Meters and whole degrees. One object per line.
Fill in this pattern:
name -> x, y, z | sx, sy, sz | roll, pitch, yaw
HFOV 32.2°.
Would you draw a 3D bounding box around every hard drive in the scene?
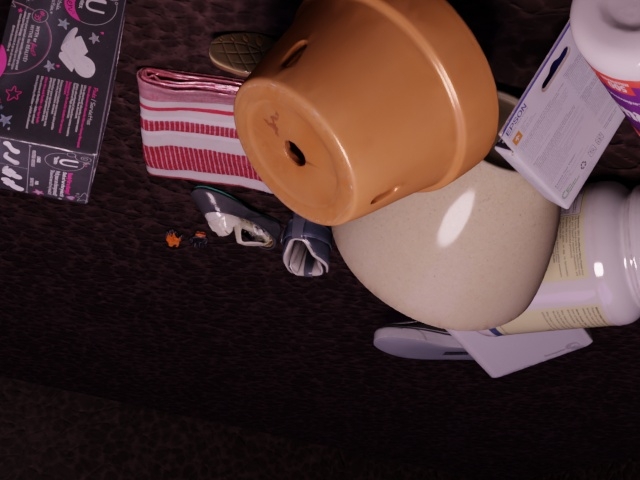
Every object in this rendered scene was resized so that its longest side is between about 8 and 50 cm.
hard drive -> 0.378, 0.154, 2.220 | 0.233, 0.047, 0.353 | -23, 141, 20

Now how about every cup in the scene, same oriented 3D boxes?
cup -> 0.207, -0.073, 1.554 | 0.331, 0.331, 0.237 | 11, 138, -14

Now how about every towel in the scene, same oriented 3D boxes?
towel -> -0.164, -0.161, 1.733 | 0.237, 0.037, 0.329 | 8, 157, -4

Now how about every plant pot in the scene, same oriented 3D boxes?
plant pot -> 0.036, -0.151, 1.314 | 0.291, 0.203, 0.291 | 36, 149, 26

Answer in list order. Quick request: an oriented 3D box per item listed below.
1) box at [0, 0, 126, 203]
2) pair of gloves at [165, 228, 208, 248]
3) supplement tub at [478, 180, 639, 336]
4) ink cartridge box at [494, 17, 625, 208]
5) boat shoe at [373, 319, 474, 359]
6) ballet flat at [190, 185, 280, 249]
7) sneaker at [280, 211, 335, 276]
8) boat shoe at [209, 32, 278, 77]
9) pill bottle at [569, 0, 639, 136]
box -> -0.336, -0.196, 1.413 | 0.142, 0.247, 0.163 | 12, 157, -11
pair of gloves -> -0.261, -0.004, 2.159 | 0.083, 0.010, 0.074 | 4, 156, -4
supplement tub -> 0.398, 0.029, 1.801 | 0.325, 0.235, 0.235 | -8, 154, 29
ink cartridge box -> 0.305, -0.179, 1.367 | 0.045, 0.223, 0.224 | 30, 176, 40
boat shoe -> 0.261, 0.191, 2.386 | 0.306, 0.105, 0.113 | 2, 154, -9
ballet flat -> -0.151, -0.033, 1.989 | 0.074, 0.074, 0.203 | -16, 149, 41
sneaker -> -0.002, 0.000, 1.917 | 0.086, 0.163, 0.226 | -6, 156, 21
boat shoe -> -0.064, -0.235, 1.497 | 0.178, 0.064, 0.060 | 6, 155, -8
pill bottle -> 0.429, -0.206, 1.301 | 0.181, 0.181, 0.323 | -9, 153, 31
